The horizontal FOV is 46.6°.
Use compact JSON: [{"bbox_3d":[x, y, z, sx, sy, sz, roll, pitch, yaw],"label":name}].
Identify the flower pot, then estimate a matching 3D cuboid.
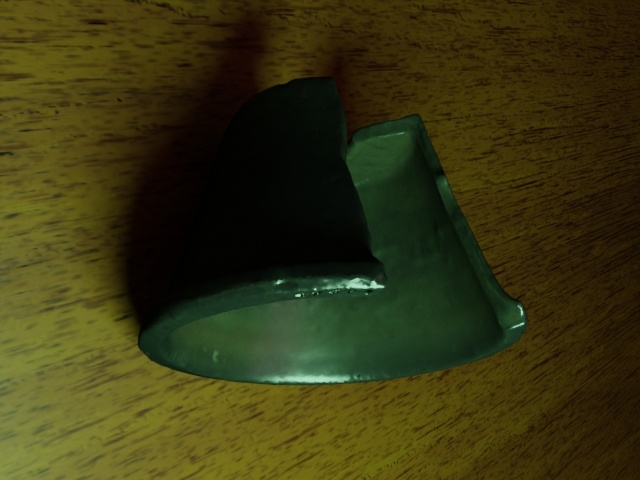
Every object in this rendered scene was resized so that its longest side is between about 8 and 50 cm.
[{"bbox_3d":[0.000,0.000,0.776,0.379,0.379,0.251,20,58,-47],"label":"flower pot"}]
